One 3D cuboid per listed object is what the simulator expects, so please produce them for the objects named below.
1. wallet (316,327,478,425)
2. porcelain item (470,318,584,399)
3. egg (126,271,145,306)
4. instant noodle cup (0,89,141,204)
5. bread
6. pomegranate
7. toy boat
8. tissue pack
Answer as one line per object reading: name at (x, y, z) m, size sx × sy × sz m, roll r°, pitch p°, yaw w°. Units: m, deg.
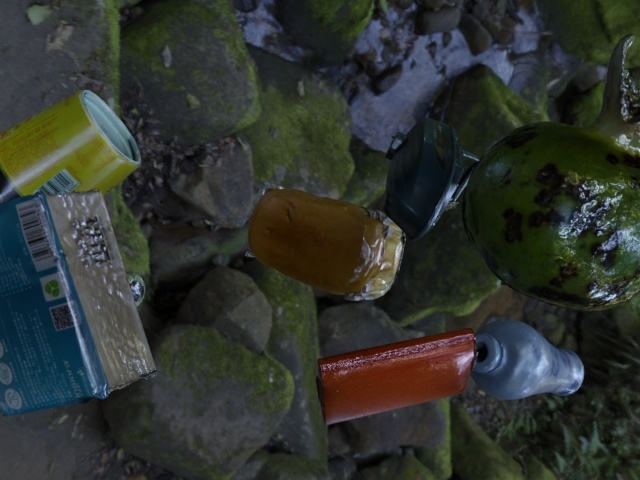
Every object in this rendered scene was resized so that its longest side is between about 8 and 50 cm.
wallet at (0.097, 0.177, 0.767) m, size 0.204 × 0.045 × 0.142 m, roll -11°, pitch 136°, yaw -7°
porcelain item at (0.361, 0.218, 1.033) m, size 0.259 × 0.141 × 0.141 m, roll 19°, pitch 97°, yaw -33°
egg at (-0.485, 0.126, 1.473) m, size 0.085 × 0.085 × 0.110 m, roll 5°, pitch 130°, yaw -40°
instant noodle cup at (-0.435, -0.121, 0.961) m, size 0.236 × 0.216 × 0.215 m, roll -32°, pitch 130°, yaw 5°
bread at (0.000, 0.000, 0.888) m, size 0.107 × 0.241 × 0.136 m, roll 7°, pitch 99°, yaw -57°
pomegranate at (0.152, -0.033, 0.337) m, size 0.122 × 0.122 × 0.162 m, roll 4°, pitch 118°, yaw -40°
toy boat at (0.113, -0.062, 0.609) m, size 0.103 × 0.246 × 0.093 m, roll 28°, pitch 115°, yaw -1°
tissue pack at (-0.354, 0.081, 0.777) m, size 0.134 × 0.192 × 0.271 m, roll -25°, pitch 101°, yaw -68°
